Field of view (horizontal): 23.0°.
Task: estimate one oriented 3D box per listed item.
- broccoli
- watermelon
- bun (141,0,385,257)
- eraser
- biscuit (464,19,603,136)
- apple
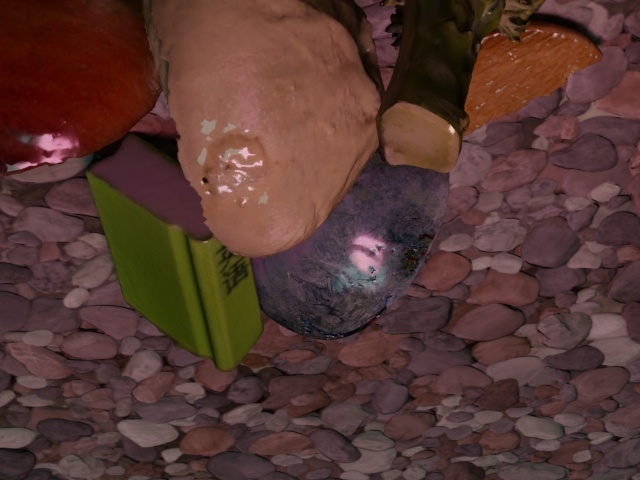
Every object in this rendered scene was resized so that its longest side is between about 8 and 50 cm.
[{"bbox_3d":[0.125,-0.231,1.527,0.221,0.361,0.252,23,118,-8],"label":"broccoli"},{"bbox_3d":[-0.005,-0.003,1.934,0.175,0.188,0.322,26,131,-36],"label":"watermelon"},{"bbox_3d":[-0.042,-0.172,1.601,0.202,0.364,0.364,-15,141,10],"label":"bun"},{"bbox_3d":[-0.173,0.021,1.940,0.092,0.210,0.274,-42,148,-25],"label":"eraser"},{"bbox_3d":[0.202,-0.195,1.833,0.224,0.033,0.144,-32,133,31],"label":"biscuit"},{"bbox_3d":[-0.326,-0.181,1.642,0.346,0.254,0.179,-3,174,10],"label":"apple"}]
